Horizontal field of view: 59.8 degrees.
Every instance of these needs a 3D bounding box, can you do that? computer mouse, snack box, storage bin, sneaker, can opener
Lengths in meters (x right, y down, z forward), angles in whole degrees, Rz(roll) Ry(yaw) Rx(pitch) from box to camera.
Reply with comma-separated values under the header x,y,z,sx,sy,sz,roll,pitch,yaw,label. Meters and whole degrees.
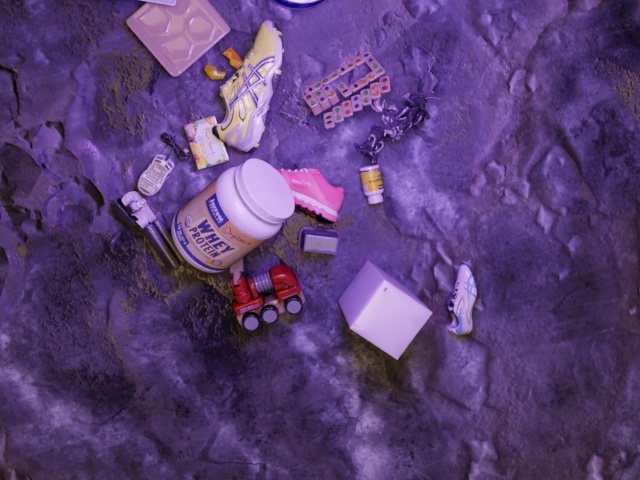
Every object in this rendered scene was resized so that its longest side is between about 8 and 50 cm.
x,y,z,sx,sy,sz,roll,pitch,yaw,label
-0.488,-0.225,1.699,0.106,0.042,0.193,36,89,-14,computer mouse
-0.347,-0.298,1.699,0.100,0.037,0.141,-18,100,-3,snack box
0.000,0.000,1.753,0.135,0.091,0.098,6,99,-7,storage bin
0.461,0.195,1.829,0.086,0.085,0.237,0,98,-10,sneaker
-0.209,-0.455,1.623,0.147,0.145,0.384,13,97,-19,sneaker
-0.068,-0.176,1.725,0.314,0.116,0.136,30,79,-11,sneaker
-0.523,-0.029,1.722,0.093,0.074,0.280,-29,101,35,can opener

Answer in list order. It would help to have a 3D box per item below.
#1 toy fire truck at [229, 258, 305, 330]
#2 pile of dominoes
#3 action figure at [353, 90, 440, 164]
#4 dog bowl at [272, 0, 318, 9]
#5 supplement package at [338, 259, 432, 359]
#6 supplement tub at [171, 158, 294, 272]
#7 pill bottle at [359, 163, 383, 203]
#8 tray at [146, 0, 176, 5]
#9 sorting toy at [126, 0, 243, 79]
x,y,z,sx,sy,sz,roll,pitch,yaw,label
-0.189,0.121,1.742,0.217,0.158,0.246,-21,111,-1,toy fire truck
0.076,-0.456,1.645,0.251,0.196,0.040,-32,145,1,pile of dominoes
0.216,-0.363,1.661,0.276,0.164,0.141,-43,64,18,action figure
-0.063,-0.808,1.594,0.265,0.104,0.264,-2,104,-9,dog bowl
0.185,0.202,1.700,0.178,0.293,0.175,35,94,-9,supplement package
-0.251,-0.069,1.597,0.316,0.228,0.228,-34,102,30,supplement tub
0.163,-0.177,1.751,0.065,0.065,0.116,-13,101,-3,pill bottle
-0.537,-0.756,1.579,0.271,0.030,0.145,8,94,-6,tray
-0.386,-0.596,1.650,0.229,0.041,0.307,-41,101,-2,sorting toy
